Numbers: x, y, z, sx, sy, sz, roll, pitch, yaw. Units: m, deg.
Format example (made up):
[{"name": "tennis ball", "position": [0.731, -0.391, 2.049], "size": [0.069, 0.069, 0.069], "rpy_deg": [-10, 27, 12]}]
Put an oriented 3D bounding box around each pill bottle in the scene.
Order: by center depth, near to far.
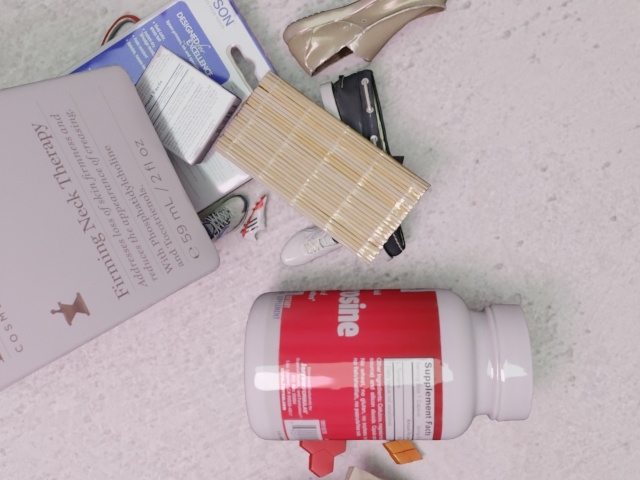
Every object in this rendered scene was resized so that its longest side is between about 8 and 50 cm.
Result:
[{"name": "pill bottle", "position": [0.102, 0.188, 1.059], "size": [0.407, 0.229, 0.229], "rpy_deg": [-2, 95, 5]}]

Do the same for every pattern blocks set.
[{"name": "pattern blocks set", "position": [0.098, 0.455, 1.107], "size": [0.324, 0.026, 0.286], "rpy_deg": [18, 65, -18]}]

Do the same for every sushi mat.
[{"name": "sushi mat", "position": [-0.005, -0.114, 1.049], "size": [0.316, 0.019, 0.151], "rpy_deg": [37, 98, 11]}]

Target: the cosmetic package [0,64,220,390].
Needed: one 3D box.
[{"name": "cosmetic package", "position": [-0.427, 0.005, 0.949], "size": [0.327, 0.393, 0.330], "rpy_deg": [-21, 98, 43]}]

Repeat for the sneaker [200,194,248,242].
[{"name": "sneaker", "position": [-0.174, -0.023, 1.148], "size": [0.135, 0.058, 0.052], "rpy_deg": [-43, 91, 7]}]

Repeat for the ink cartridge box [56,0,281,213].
[{"name": "ink cartridge box", "position": [-0.213, -0.213, 1.123], "size": [0.307, 0.072, 0.304], "rpy_deg": [-31, 96, 4]}]

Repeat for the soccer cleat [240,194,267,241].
[{"name": "soccer cleat", "position": [-0.103, -0.036, 1.157], "size": [0.035, 0.029, 0.083], "rpy_deg": [27, 100, -7]}]

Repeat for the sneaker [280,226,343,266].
[{"name": "sneaker", "position": [0.000, 0.000, 1.134], "size": [0.152, 0.061, 0.054], "rpy_deg": [-26, 95, 8]}]

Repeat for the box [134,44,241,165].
[{"name": "box", "position": [-0.213, -0.204, 1.054], "size": [0.137, 0.072, 0.126], "rpy_deg": [35, 98, -4]}]

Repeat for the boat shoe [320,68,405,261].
[{"name": "boat shoe", "position": [0.087, -0.119, 1.088], "size": [0.091, 0.114, 0.303], "rpy_deg": [-19, 94, 12]}]

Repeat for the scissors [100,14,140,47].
[{"name": "scissors", "position": [-0.363, -0.233, 1.167], "size": [0.109, 0.021, 0.297], "rpy_deg": [33, 98, -1]}]

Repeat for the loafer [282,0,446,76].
[{"name": "loafer", "position": [0.077, -0.328, 1.081], "size": [0.268, 0.102, 0.092], "rpy_deg": [-15, 95, 16]}]
